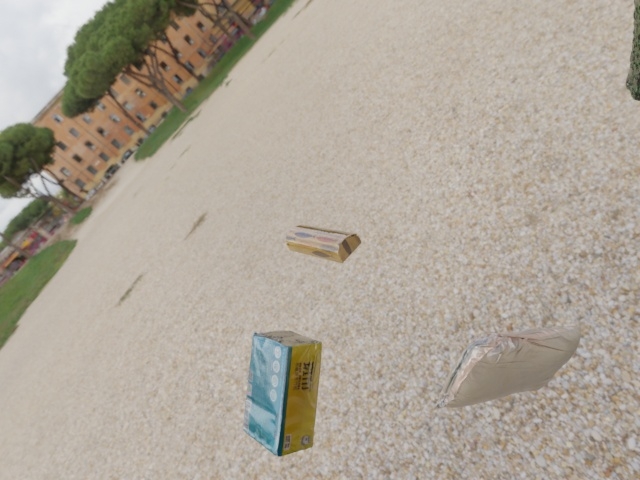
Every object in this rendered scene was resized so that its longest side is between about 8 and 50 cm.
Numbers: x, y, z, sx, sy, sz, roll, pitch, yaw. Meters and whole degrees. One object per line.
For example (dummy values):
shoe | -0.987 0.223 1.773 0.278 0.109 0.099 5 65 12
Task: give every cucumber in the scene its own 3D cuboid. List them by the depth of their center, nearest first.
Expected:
cucumber | 0.379 -0.231 0.514 0.058 0.187 0.058 -14 60 26

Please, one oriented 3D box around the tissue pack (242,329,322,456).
tissue pack | -0.060 0.239 0.748 0.119 0.082 0.170 2 85 53

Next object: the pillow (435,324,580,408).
pillow | 0.349 0.234 0.847 0.067 0.270 0.174 55 136 51

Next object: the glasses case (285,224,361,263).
glasses case | 0.000 -0.001 0.943 0.169 0.041 0.064 11 48 49
